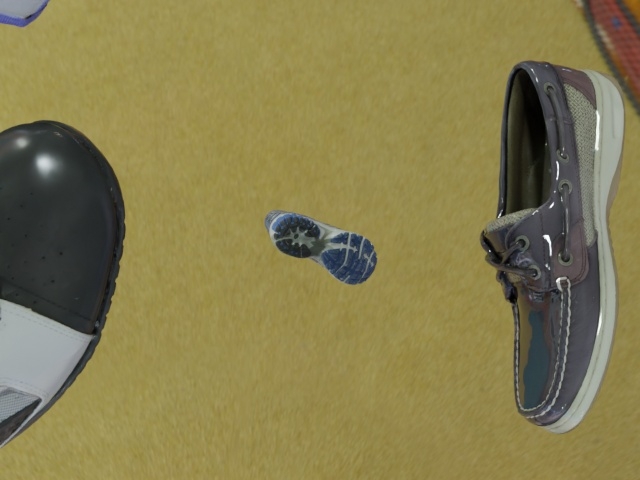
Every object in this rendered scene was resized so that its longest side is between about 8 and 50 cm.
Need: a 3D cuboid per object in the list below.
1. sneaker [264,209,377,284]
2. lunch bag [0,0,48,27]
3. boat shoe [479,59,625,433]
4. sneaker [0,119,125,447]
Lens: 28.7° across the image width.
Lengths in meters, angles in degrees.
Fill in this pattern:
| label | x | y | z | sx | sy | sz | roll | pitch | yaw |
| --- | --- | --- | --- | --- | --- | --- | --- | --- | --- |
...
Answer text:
| label | x | y | z | sx | sy | sz | roll | pitch | yaw |
| --- | --- | --- | --- | --- | --- | --- | --- | --- | --- |
| sneaker | 0.000 | 0.000 | 1.268 | 0.135 | 0.058 | 0.052 | 28 | 95 | -33 |
| lunch bag | -0.288 | -0.373 | 0.925 | 0.385 | 0.328 | 0.239 | 45 | 47 | -12 |
| boat shoe | 0.165 | -0.001 | 0.940 | 0.092 | 0.103 | 0.285 | 13 | 76 | -21 |
| sneaker | -0.221 | 0.078 | 0.617 | 0.122 | 0.146 | 0.330 | 36 | 91 | 10 |
